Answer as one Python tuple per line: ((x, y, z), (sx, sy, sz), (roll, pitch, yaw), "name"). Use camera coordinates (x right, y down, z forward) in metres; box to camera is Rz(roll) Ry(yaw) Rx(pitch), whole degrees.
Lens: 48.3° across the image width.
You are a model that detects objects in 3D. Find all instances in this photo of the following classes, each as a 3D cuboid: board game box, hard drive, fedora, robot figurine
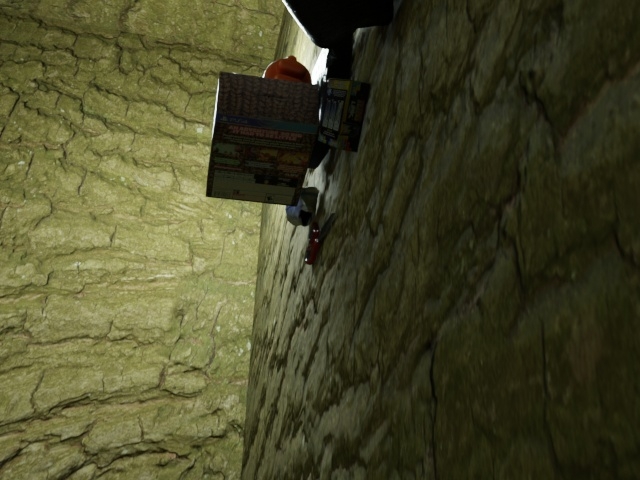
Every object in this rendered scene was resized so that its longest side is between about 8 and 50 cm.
((-0.145, -0.235, 1.713), (0.291, 0.232, 0.141), (109, 163, -50), "board game box")
((0.009, -0.338, 1.776), (0.339, 0.064, 0.236), (134, 144, -72), "hard drive")
((0.036, -0.446, 1.307), (0.334, 0.334, 0.152), (-116, 5, -73), "fedora")
((-0.094, -0.384, 1.846), (0.158, 0.128, 0.219), (65, 164, 7), "robot figurine")
((0.047, -0.266, 1.502), (0.170, 0.048, 0.141), (-134, 54, -70), "board game box")

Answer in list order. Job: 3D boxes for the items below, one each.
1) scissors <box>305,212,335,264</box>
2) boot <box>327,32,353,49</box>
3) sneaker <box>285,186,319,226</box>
((0.000, 0.000, 1.684), (0.297, 0.021, 0.108), (160, 120, -78), "scissors")
((0.027, -0.574, 1.630), (0.260, 0.131, 0.347), (144, 134, -83), "boot")
((-0.051, -0.068, 1.885), (0.190, 0.072, 0.082), (119, 151, -65), "sneaker")
